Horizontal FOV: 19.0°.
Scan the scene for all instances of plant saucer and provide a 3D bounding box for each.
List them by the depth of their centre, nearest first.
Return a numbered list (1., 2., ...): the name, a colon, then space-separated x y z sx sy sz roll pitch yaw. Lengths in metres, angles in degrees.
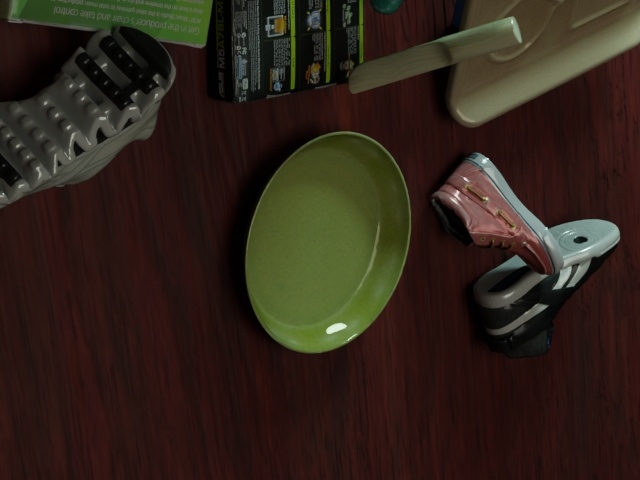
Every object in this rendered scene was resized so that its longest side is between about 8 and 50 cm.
1. plant saucer: 0.000 0.000 2.038 0.241 0.037 0.241 -14 111 -41

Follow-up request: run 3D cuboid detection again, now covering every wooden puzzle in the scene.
1. wooden puzzle: 0.264 -0.329 2.121 0.322 0.080 0.348 -28 140 -32

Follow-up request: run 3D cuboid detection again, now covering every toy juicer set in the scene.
1. toy juicer set: 0.140 -0.307 1.920 0.089 0.209 0.329 -41 135 -70

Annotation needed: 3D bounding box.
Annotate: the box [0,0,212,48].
1. box: -0.183 -0.348 1.752 0.232 0.058 0.322 4 98 -44

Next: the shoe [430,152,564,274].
1. shoe: 0.200 -0.010 2.189 0.081 0.063 0.178 -46 107 -20

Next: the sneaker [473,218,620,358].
1. sneaker: 0.275 0.066 2.299 0.217 0.079 0.121 -27 123 -26

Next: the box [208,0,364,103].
1. box: -0.033 -0.244 1.933 0.184 0.045 0.191 -17 112 -42

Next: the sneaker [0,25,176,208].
1. sneaker: -0.259 -0.079 1.725 0.292 0.110 0.118 -29 159 -22
